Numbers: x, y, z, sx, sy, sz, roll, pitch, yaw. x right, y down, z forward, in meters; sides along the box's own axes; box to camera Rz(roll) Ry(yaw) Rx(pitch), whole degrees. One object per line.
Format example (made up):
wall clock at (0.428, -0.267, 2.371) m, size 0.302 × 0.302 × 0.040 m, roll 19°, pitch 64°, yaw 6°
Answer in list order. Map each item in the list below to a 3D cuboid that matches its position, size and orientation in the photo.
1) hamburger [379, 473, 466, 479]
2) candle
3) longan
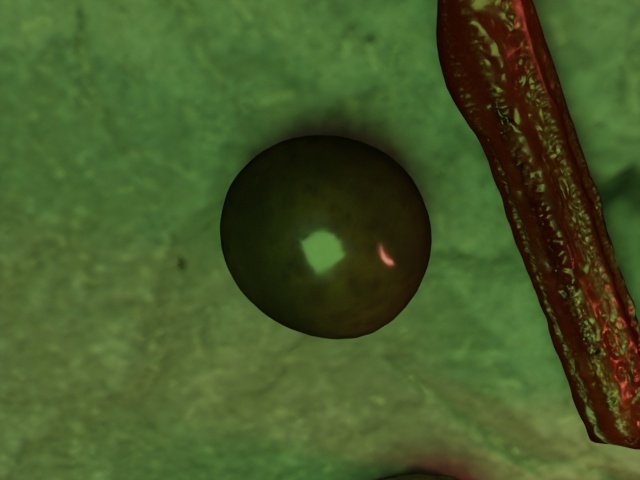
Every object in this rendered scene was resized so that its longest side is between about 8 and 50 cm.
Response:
hamburger at (0.058, 0.193, 0.919) m, size 0.133 × 0.062 × 0.140 m, roll -25°, pitch 108°, yaw 18°
candle at (0.102, -0.037, 0.804) m, size 0.051 × 0.048 × 0.329 m, roll 14°, pitch 131°, yaw 55°
longan at (0.000, 0.000, 0.816) m, size 0.106 × 0.106 × 0.119 m, roll 43°, pitch 154°, yaw -13°
